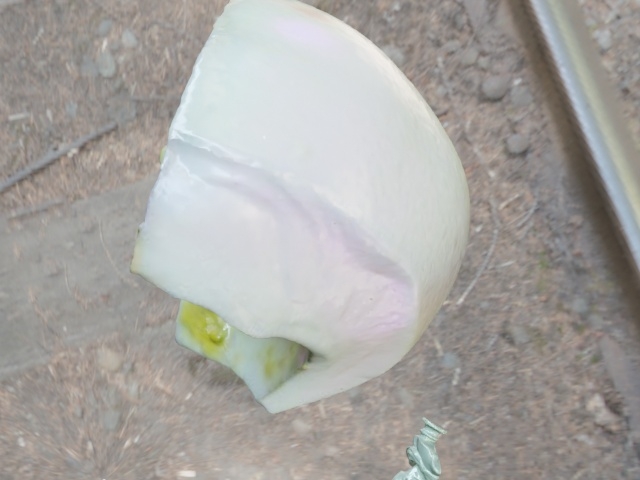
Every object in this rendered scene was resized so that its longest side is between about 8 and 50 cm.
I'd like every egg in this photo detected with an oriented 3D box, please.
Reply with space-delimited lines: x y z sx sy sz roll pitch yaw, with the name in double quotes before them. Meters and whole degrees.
"egg" 0.005 -0.019 0.607 0.162 0.271 0.206 16 68 0

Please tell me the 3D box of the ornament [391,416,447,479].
"ornament" 0.101 0.230 1.117 0.041 0.068 0.092 30 60 -13
